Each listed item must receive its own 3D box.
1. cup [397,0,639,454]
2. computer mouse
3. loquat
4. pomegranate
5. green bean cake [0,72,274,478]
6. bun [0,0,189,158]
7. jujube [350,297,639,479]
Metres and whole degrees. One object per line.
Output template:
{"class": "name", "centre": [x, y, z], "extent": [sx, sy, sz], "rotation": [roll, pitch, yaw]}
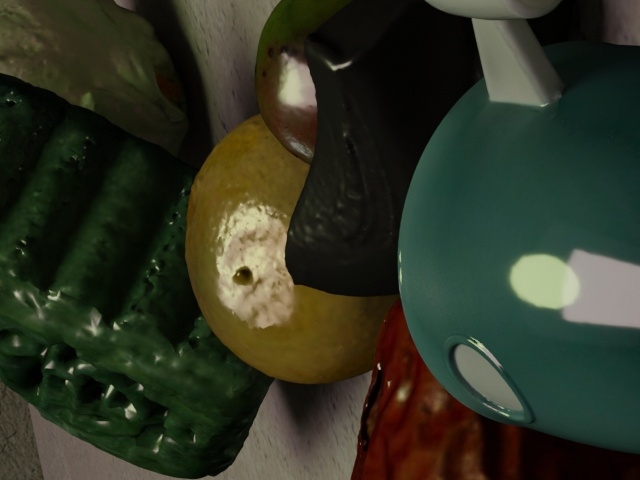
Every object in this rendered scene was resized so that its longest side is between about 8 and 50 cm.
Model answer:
{"class": "cup", "centre": [0.140, 0.006, 0.702], "extent": [0.299, 0.167, 0.173], "rotation": [53, 162, -21]}
{"class": "computer mouse", "centre": [0.063, -0.046, 0.929], "extent": [0.088, 0.147, 0.264], "rotation": [50, 155, 32]}
{"class": "loquat", "centre": [0.000, 0.000, 1.143], "extent": [0.204, 0.149, 0.172], "rotation": [-25, 75, 61]}
{"class": "pomegranate", "centre": [0.027, -0.093, 1.044], "extent": [0.130, 0.130, 0.130], "rotation": [166, 90, -73]}
{"class": "green bean cake", "centre": [-0.172, 0.048, 1.449], "extent": [0.169, 0.300, 0.308], "rotation": [-64, 0, -24]}
{"class": "bun", "centre": [-0.203, -0.111, 1.637], "extent": [0.293, 0.187, 0.293], "rotation": [-3, -90, -80]}
{"class": "jujube", "centre": [0.096, 0.155, 0.899], "extent": [0.197, 0.197, 0.290], "rotation": [116, 152, -64]}
